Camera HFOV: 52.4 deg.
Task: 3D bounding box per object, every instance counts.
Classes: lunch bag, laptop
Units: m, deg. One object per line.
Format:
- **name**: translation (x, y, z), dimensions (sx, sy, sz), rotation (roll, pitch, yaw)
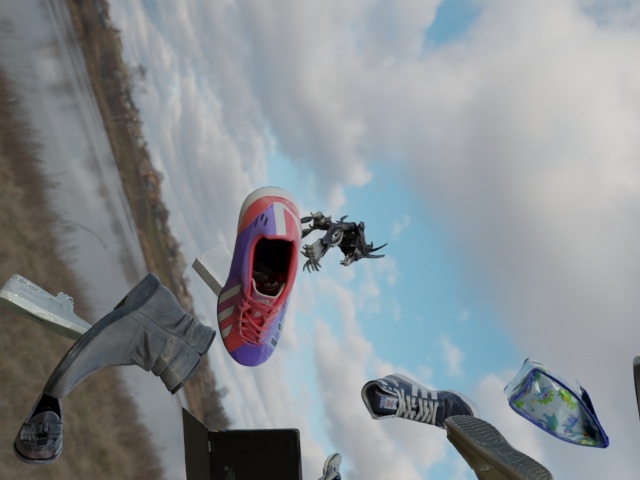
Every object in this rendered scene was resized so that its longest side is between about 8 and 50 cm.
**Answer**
- **lunch bag**: translation (0.378, 0.262, 1.027), dimensions (0.151, 0.096, 0.129), rotation (37, 6, 12)
- **laptop**: translation (-0.238, 0.710, 1.928), dimensions (0.236, 0.408, 0.382), rotation (-37, 124, -83)

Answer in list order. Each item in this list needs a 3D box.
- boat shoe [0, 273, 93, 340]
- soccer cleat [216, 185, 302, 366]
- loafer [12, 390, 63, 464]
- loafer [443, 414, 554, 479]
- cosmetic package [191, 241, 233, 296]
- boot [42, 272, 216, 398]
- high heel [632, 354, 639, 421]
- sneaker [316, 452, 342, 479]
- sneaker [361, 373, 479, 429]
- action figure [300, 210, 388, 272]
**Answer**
- **boat shoe**: translation (-0.579, 0.146, 1.413), dimensions (0.079, 0.227, 0.081), rotation (-26, -143, 49)
- **soccer cleat**: translation (-0.091, 0.081, 0.952), dimensions (0.116, 0.108, 0.318), rotation (-104, -157, -56)
- **loafer**: translation (-0.672, 0.440, 1.566), dimensions (0.302, 0.109, 0.095), rotation (-164, -97, -70)
- **loafer**: translation (0.336, 0.439, 1.290), dimensions (0.268, 0.102, 0.092), rotation (32, -65, 57)
- **cosmetic package**: translation (-0.245, 0.127, 1.819), dimensions (0.239, 0.099, 0.060), rotation (49, -42, 7)
- **boot**: translation (-0.368, 0.238, 1.319), dimensions (0.223, 0.338, 0.118), rotation (46, -38, -7)
- **high heel**: translation (0.419, 0.264, 0.609), dimensions (0.127, 0.181, 0.377), rotation (-70, 147, -73)
- **sneaker**: translation (0.035, 0.623, 1.716), dimensions (0.058, 0.135, 0.052), rotation (-11, -58, 35)
- **sneaker**: translation (0.227, 0.399, 1.564), dimensions (0.282, 0.153, 0.099), rotation (12, -84, 42)
- **action figure**: translation (0.000, 0.000, 1.422), dimensions (0.275, 0.141, 0.164), rotation (25, -23, 14)
